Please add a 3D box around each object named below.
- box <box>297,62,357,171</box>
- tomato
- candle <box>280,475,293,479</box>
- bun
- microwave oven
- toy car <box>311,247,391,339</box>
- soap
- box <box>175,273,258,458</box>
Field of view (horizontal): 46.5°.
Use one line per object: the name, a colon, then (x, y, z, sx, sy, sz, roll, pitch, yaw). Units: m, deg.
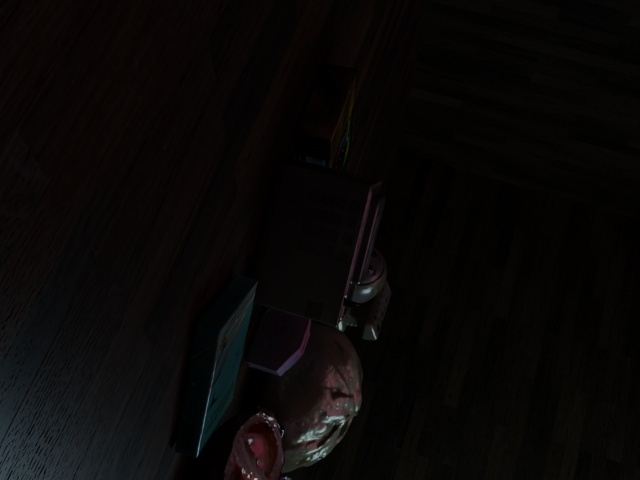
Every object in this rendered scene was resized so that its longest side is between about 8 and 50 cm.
box: (0.013, -0.195, 1.378, 0.240, 0.071, 0.159, 88, 17, -68)
tomato: (-0.156, 0.397, 1.300, 0.228, 0.112, 0.199, -64, 146, -42)
candle: (-0.144, 0.607, 1.458, 0.287, 0.131, 0.317, -51, 143, -3)
bun: (-0.025, 0.366, 1.692, 0.365, 0.219, 0.365, 24, 90, -85)
microwave oven: (0.000, 0.000, 1.267, 0.145, 0.194, 0.240, -44, 148, -78)
toy car: (0.070, 0.066, 1.773, 0.336, 0.226, 0.242, 100, 10, -50)
soap: (-0.076, 0.187, 1.458, 0.056, 0.100, 0.149, 87, 22, -68)
box: (-0.154, 0.183, 1.105, 0.162, 0.042, 0.229, -59, 164, -64)
